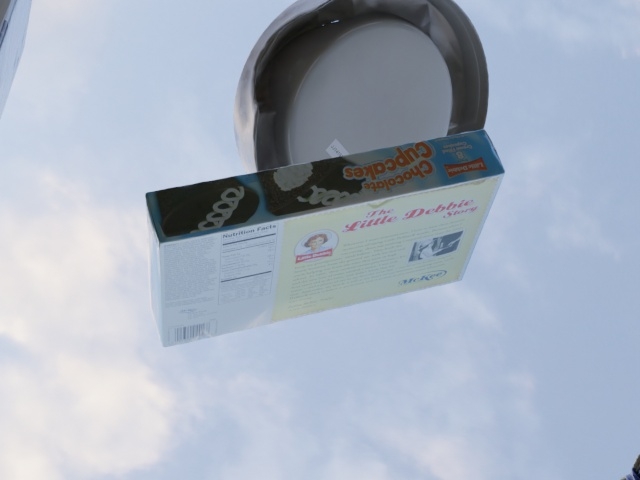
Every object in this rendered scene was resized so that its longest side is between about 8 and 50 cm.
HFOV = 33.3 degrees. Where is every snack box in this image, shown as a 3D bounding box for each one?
[{"bbox_3d":[0.000,0.000,1.009,0.322,0.187,0.060,-11,-122,-15],"label":"snack box"}]

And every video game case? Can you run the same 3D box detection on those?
[{"bbox_3d":[-0.201,-0.082,0.627,0.022,0.190,0.173,17,-110,-15],"label":"video game case"}]

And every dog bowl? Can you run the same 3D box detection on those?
[{"bbox_3d":[0.046,-0.161,1.348,0.348,0.349,0.102,-56,-141,0],"label":"dog bowl"}]

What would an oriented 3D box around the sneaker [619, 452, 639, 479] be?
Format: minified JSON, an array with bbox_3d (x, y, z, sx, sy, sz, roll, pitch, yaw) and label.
[{"bbox_3d":[0.315,0.265,1.004,0.182,0.315,0.127,-6,-150,-17],"label":"sneaker"}]
